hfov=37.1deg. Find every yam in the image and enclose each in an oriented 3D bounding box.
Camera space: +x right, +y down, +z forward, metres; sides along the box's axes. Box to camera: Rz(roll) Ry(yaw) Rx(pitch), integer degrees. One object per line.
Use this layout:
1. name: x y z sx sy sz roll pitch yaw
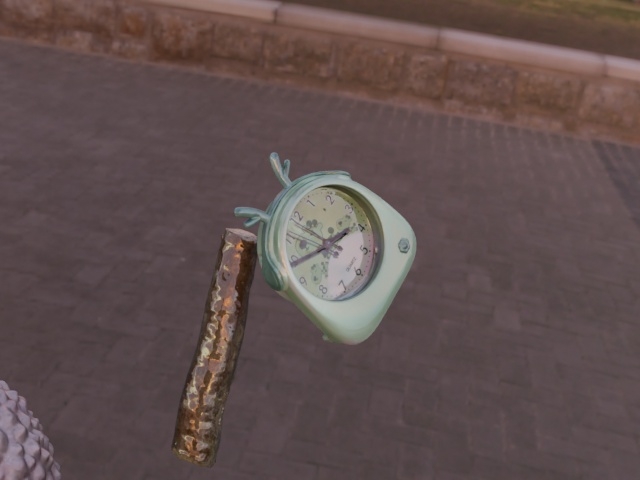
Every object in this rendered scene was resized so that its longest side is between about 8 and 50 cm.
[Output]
1. yam: -0.117 0.123 1.097 0.061 0.274 0.061 14 1 0

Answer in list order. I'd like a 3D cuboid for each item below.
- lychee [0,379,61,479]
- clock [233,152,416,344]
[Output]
1. lychee: -0.277 0.164 0.673 0.197 0.165 0.165 35 28 23
2. clock: 0.000 0.000 1.033 0.211 0.159 0.066 42 -23 -23
